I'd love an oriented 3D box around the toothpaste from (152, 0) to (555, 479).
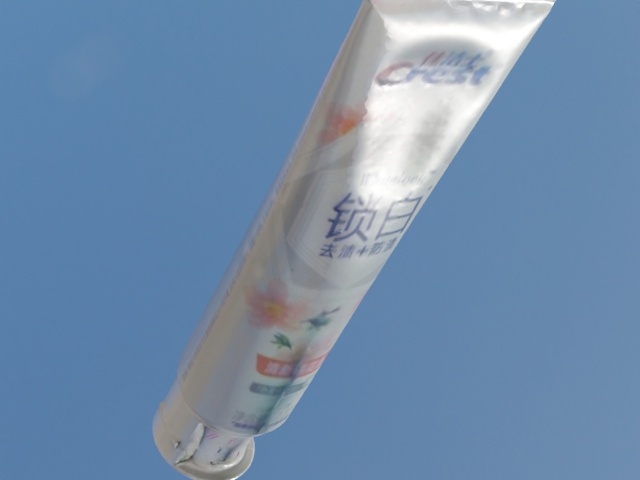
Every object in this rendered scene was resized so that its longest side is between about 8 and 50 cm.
[{"bbox_3d":[0.000,0.000,0.668,0.100,0.323,0.066,-3,-130,-34],"label":"toothpaste"}]
